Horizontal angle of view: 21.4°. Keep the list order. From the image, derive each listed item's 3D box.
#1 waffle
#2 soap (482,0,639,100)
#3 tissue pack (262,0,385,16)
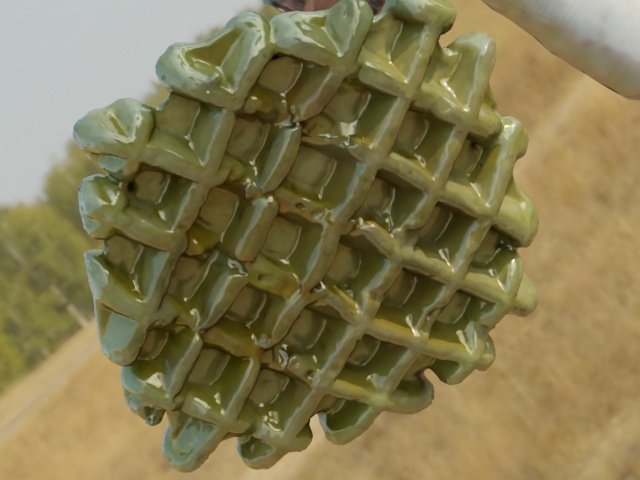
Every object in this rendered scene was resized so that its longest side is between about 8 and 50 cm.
[{"bbox_3d":[0.000,0.000,1.029,0.292,0.309,0.056,-20,31,-11],"label":"waffle"},{"bbox_3d":[0.031,-0.145,0.497,0.143,0.281,0.259,-55,-8,16],"label":"soap"},{"bbox_3d":[0.083,-0.301,1.145,0.316,0.103,0.228,-52,16,27],"label":"tissue pack"}]
